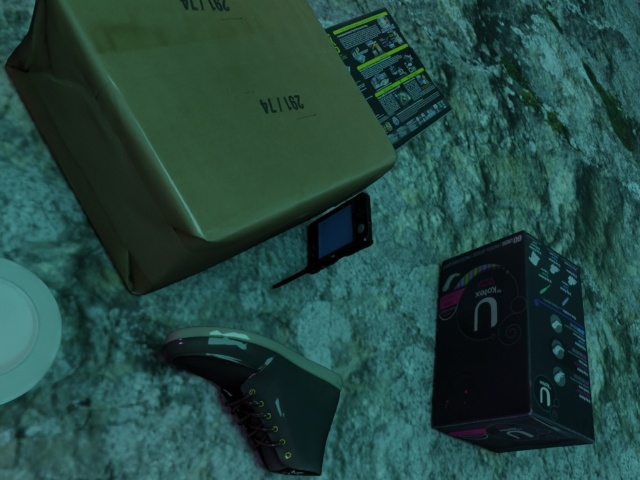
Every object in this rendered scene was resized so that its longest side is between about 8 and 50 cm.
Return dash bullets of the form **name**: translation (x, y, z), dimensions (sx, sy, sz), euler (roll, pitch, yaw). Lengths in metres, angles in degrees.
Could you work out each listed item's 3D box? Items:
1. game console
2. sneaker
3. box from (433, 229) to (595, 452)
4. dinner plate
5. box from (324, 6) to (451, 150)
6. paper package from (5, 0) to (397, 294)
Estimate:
- **game console**: translation (0.000, 0.000, 0.746), dimensions (0.071, 0.122, 0.107), euler (17, 60, -34)
- **sneaker**: translation (-0.068, 0.172, 0.637), dimensions (0.222, 0.083, 0.118), euler (27, 55, -29)
- **box**: translation (0.274, 0.149, 0.874), dimensions (0.143, 0.165, 0.270), euler (28, 54, -28)
- **dinner plate**: translation (-0.302, 0.077, 0.536), dimensions (0.141, 0.017, 0.141), euler (16, 61, -32)
- **box**: translation (0.079, -0.246, 0.972), dimensions (0.216, 0.060, 0.270), euler (55, 46, -4)
- **paper package**: translation (-0.119, -0.144, 0.687), dimensions (0.325, 0.168, 0.309), euler (-29, 88, -43)
